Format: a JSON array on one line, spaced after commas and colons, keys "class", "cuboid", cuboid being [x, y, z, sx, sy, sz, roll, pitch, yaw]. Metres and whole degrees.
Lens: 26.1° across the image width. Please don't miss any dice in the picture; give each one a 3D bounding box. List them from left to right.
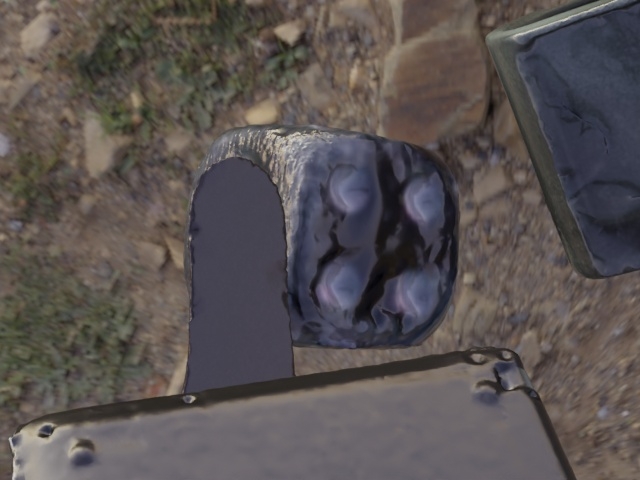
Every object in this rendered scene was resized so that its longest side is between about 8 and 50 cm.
[{"class": "dice", "cuboid": [0.000, 0.000, 1.181, 0.181, 0.182, 0.183, 0, 84, 52]}]

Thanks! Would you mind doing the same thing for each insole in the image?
[{"class": "insole", "cuboid": [-0.058, 0.103, 0.969, 0.111, 0.007, 0.327, 5, 83, -36]}]

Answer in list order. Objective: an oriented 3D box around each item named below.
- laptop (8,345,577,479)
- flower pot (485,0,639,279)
[{"class": "laptop", "cuboid": [0.009, 0.098, 0.281, 0.129, 0.016, 0.180, -7, 46, -13]}, {"class": "flower pot", "cuboid": [0.161, -0.069, 0.610, 0.103, 0.229, 0.108, -15, 100, 35]}]
